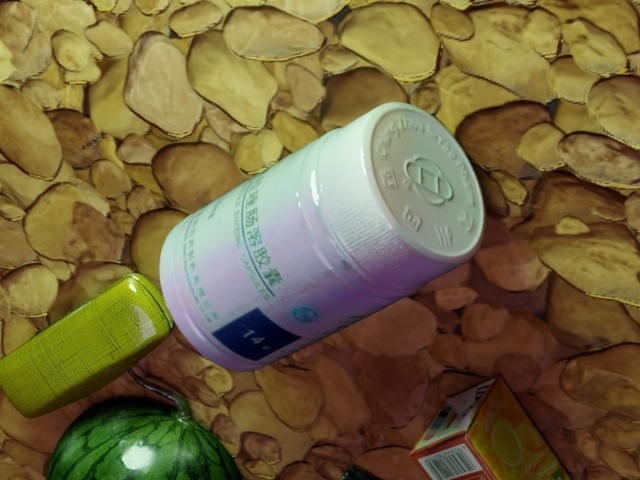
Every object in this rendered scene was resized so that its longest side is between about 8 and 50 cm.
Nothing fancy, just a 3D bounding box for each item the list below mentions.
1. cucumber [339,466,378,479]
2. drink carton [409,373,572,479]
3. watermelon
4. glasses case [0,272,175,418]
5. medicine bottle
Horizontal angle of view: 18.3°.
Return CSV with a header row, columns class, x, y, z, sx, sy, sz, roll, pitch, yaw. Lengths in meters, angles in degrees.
class,x,y,z,sx,sy,sz,roll,pitch,yaw
cucumber,0.095,0.306,1.895,0.211,0.062,0.078,31,131,5
drink carton,0.180,0.241,1.786,0.071,0.096,0.223,-25,107,37
watermelon,-0.187,0.264,1.973,0.204,0.127,0.232,39,125,3
glasses case,-0.228,0.106,1.923,0.234,0.064,0.079,-32,96,39
medicine bottle,0.000,0.000,1.678,0.254,0.152,0.152,-30,105,39
